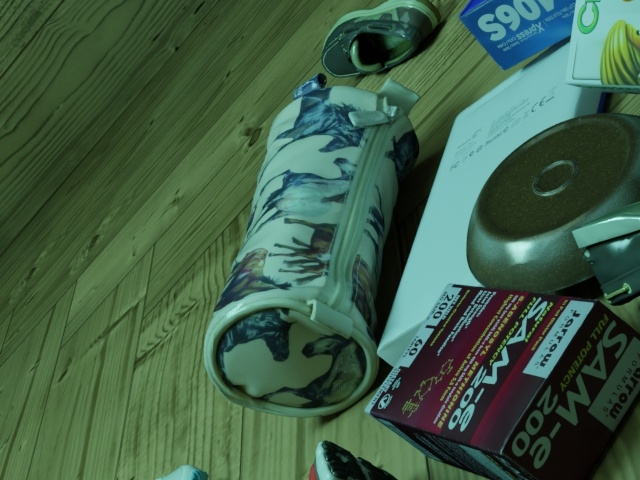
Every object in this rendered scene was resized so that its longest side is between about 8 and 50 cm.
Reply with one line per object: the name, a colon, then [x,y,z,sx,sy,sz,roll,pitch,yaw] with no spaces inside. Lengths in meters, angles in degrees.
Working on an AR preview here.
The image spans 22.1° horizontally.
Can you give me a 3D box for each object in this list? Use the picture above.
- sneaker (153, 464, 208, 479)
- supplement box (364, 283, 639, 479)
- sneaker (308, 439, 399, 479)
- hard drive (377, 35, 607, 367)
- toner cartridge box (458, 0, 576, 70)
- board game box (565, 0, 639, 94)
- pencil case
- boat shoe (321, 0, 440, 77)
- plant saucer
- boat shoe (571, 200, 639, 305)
sneaker: [-0.202,0.292,1.685,0.228,0.092,0.087,-39,20,34]
supplement box: [0.136,0.107,1.210,0.130,0.073,0.239,-56,18,-12]
sneaker: [0.019,0.246,1.195,0.118,0.107,0.279,-54,15,16]
hard drive: [0.165,-0.046,1.483,0.210,0.040,0.319,-36,24,43]
toner cartridge box: [0.295,-0.289,1.489,0.348,0.075,0.165,-26,23,47]
board game box: [0.291,-0.268,1.298,0.193,0.053,0.305,12,95,61]
pencil case: [0.000,0.000,1.622,0.183,0.160,0.410,-59,11,36]
boat shoe: [0.062,-0.249,2.084,0.223,0.080,0.073,-19,32,54]
plant saucer: [0.195,-0.040,1.309,0.198,0.036,0.198,-28,30,18]
boat shoe: [0.265,-0.002,1.105,0.081,0.069,0.227,-22,2,-31]
